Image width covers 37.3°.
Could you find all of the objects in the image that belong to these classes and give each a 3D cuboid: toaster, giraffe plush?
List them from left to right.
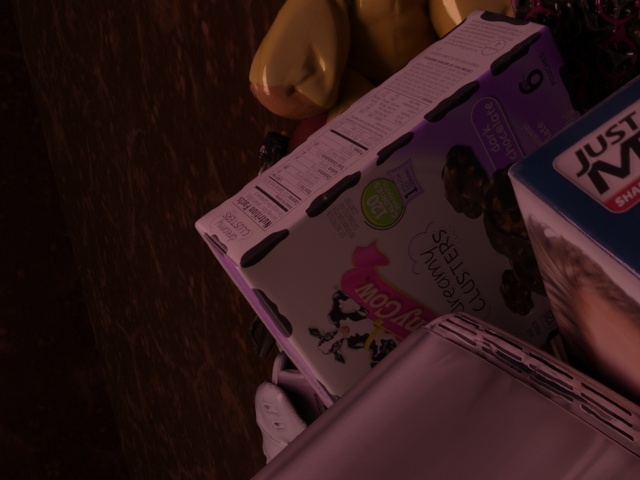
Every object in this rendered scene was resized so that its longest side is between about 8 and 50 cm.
[{"bbox_3d":[0.035,-0.136,0.635,0.170,0.182,0.210,-134,20,-85],"label":"giraffe plush"},{"bbox_3d":[0.068,0.129,0.414,0.227,0.146,0.129,29,159,53],"label":"toaster"}]

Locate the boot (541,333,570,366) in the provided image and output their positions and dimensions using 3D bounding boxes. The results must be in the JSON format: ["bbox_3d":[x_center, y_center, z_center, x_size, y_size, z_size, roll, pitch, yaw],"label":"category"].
[{"bbox_3d":[0.071,0.069,0.629,0.213,0.165,0.077,70,156,14],"label":"boot"}]

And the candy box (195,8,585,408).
[{"bbox_3d":[0.060,0.002,0.515,0.164,0.196,0.070,57,170,-30],"label":"candy box"}]

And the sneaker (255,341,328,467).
[{"bbox_3d":[0.034,0.227,0.830,0.366,0.138,0.210,-140,39,-58],"label":"sneaker"}]

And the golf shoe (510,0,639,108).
[{"bbox_3d":[0.130,-0.165,0.520,0.086,0.068,0.186,-48,-61,-69],"label":"golf shoe"}]

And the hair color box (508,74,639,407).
[{"bbox_3d":[0.219,0.088,0.312,0.347,0.105,0.174,50,172,46],"label":"hair color box"}]

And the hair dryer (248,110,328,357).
[{"bbox_3d":[0.000,0.000,0.823,0.293,0.080,0.223,180,92,-76],"label":"hair dryer"}]
